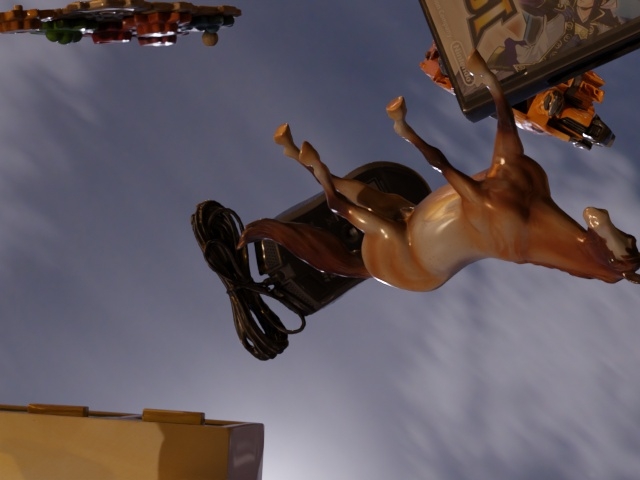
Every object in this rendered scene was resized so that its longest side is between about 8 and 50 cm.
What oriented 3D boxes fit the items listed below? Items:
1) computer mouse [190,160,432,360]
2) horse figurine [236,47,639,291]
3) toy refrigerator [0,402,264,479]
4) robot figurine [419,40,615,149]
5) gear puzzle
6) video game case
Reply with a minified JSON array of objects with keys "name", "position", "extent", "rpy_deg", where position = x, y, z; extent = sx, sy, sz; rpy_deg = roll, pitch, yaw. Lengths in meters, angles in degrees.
[{"name":"computer mouse","position":[0.000,0.000,1.629],"extent":[0.272,0.072,0.189],"rpy_deg":[-25,-90,-16]},{"name":"horse figurine","position":[0.070,-0.022,0.957],"extent":[0.174,0.263,0.066],"rpy_deg":[48,-134,-24]},{"name":"toy refrigerator","position":[-0.188,0.178,1.173],"extent":[0.269,0.094,0.102],"rpy_deg":[3,176,15]},{"name":"robot figurine","position":[0.215,-0.175,1.604],"extent":[0.211,0.085,0.291],"rpy_deg":[24,-175,-15]},{"name":"gear puzzle","position":[-0.255,-0.255,1.743],"extent":[0.339,0.175,0.044],"rpy_deg":[-6,-88,-51]},{"name":"video game case","position":[0.171,-0.257,1.045],"extent":[0.035,0.248,0.275],"rpy_deg":[29,-141,-67]}]
